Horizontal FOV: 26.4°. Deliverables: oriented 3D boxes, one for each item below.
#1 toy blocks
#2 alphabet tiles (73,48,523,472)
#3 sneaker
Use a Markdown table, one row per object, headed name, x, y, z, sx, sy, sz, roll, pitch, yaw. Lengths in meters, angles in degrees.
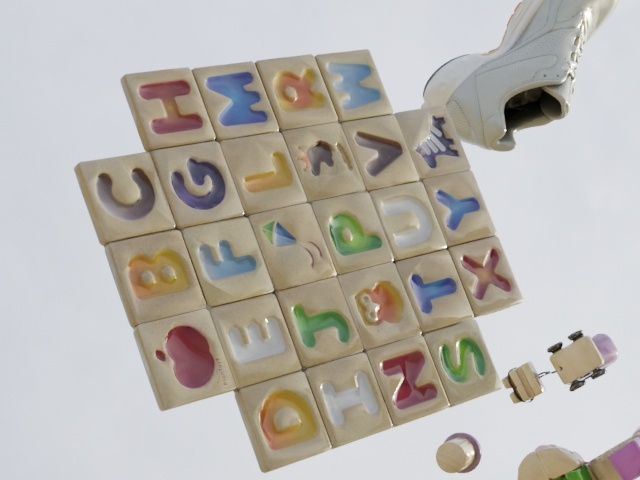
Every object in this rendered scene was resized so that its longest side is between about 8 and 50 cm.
| name | x | y | z | sx | sy | sz | roll | pitch | yaw |
| --- | --- | --- | --- | --- | --- | --- | --- | --- | --- |
| toy blocks | 0.342 | 0.308 | 1.810 | 0.288 | 0.309 | 0.260 | -33 | -13 | 21 |
| alphabet tiles | 0.000 | 0.000 | 0.975 | 0.342 | 0.285 | 0.011 | -13 | -12 | -39 |
| sneaker | 0.233 | -0.176 | 1.399 | 0.121 | 0.262 | 0.099 | 35 | -20 | 40 |
